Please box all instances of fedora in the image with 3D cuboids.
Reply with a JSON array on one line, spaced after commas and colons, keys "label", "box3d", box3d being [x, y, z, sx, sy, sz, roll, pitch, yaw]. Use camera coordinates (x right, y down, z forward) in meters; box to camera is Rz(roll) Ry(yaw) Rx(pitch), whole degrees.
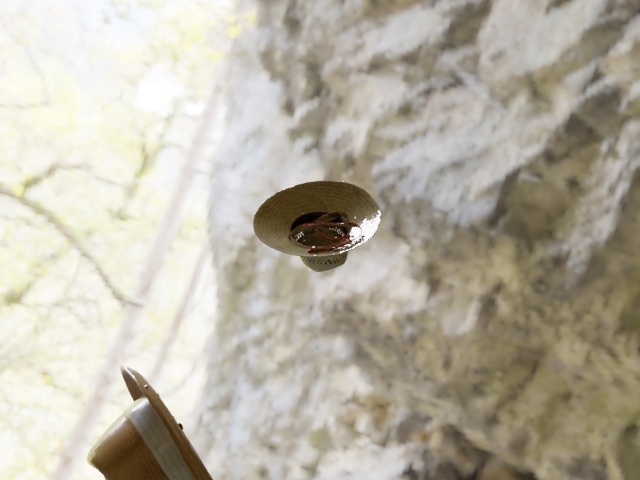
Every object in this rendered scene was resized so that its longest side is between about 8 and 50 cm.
[{"label": "fedora", "box3d": [-0.144, 0.196, 1.241, 0.194, 0.079, 0.194, 54, -13, 19]}]

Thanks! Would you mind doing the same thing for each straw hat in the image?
[{"label": "straw hat", "box3d": [0.000, 0.000, 1.575, 0.145, 0.061, 0.144, -6, 36, 5]}]
